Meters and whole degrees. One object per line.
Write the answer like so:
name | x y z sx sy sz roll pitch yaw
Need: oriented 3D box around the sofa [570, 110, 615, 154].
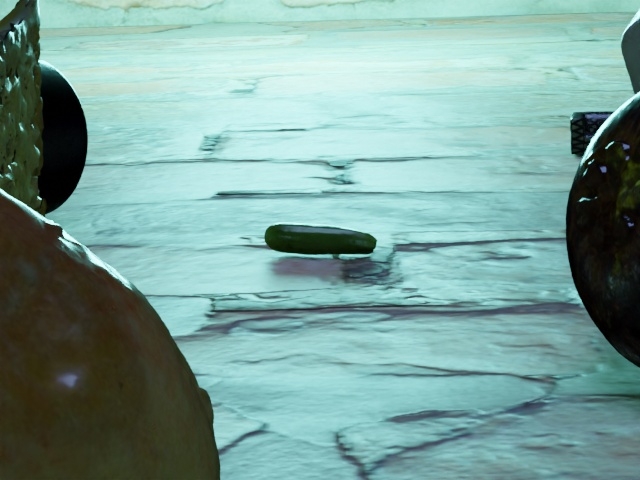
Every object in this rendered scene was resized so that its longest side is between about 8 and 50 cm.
sofa | 0.306 -0.107 1.955 0.118 0.039 0.060 0 13 10

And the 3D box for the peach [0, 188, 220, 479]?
peach | -0.145 0.068 0.742 0.232 0.232 0.232 -2 12 0

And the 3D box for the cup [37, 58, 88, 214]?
cup | -0.333 -0.086 1.659 0.239 0.166 0.177 8 12 34

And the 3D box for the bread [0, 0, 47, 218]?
bread | -0.302 -0.011 1.071 0.315 0.279 0.248 10 18 -4

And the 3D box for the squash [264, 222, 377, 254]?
squash | 0.000 -0.001 1.529 0.089 0.027 0.027 2 12 11

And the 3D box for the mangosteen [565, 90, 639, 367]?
mangosteen | 0.254 0.001 1.154 0.217 0.192 0.192 19 3 -24

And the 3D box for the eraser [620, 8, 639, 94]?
eraser | 0.317 -0.175 1.306 0.174 0.094 0.270 -7 22 28
